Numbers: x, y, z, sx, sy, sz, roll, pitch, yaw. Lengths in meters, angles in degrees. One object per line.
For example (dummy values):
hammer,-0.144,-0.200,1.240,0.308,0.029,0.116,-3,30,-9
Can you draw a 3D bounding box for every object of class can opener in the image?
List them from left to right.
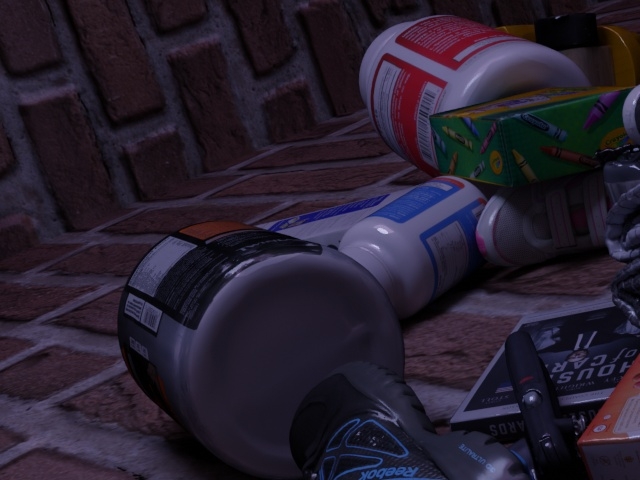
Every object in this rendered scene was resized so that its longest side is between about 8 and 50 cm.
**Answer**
can opener,0.163,0.125,1.010,0.073,0.059,0.186,-15,30,10

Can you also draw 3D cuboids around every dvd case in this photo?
dvd case,0.230,0.104,1.154,0.179,0.029,0.238,-13,12,28

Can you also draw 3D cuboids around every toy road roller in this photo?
toy road roller,0.376,-0.245,2.128,0.240,0.202,0.329,-10,4,-40

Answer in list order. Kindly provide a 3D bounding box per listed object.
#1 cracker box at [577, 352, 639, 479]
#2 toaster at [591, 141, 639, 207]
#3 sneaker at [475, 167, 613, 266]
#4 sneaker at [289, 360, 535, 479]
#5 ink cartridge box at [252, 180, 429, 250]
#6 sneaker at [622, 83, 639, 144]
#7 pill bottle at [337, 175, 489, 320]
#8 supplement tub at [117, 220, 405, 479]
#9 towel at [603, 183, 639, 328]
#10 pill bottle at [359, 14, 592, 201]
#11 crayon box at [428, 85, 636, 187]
cracker box,0.300,0.106,0.838,0.232,0.067,0.156,-11,16,35
toaster,0.367,-0.029,1.247,0.227,0.146,0.129,-8,15,39
sneaker,0.298,-0.038,1.507,0.252,0.103,0.111,-21,10,-8
sneaker,0.029,0.175,0.922,0.139,0.125,0.341,-28,12,-16
ink cartridge box,0.000,0.000,1.902,0.332,0.065,0.165,-14,12,28
sneaker,0.391,-0.145,1.219,0.217,0.079,0.121,-34,21,-26
pill bottle,0.097,0.017,1.522,0.124,0.124,0.221,-7,16,45
supplement tub,-0.073,0.089,1.260,0.207,0.207,0.338,-23,12,-16
towel,0.370,-0.003,0.990,0.235,0.121,0.283,-5,-8,-11
pill bottle,0.204,-0.198,1.909,0.229,0.229,0.407,-22,24,-12
crayon box,0.248,-0.125,1.561,0.165,0.081,0.278,-14,8,-10
